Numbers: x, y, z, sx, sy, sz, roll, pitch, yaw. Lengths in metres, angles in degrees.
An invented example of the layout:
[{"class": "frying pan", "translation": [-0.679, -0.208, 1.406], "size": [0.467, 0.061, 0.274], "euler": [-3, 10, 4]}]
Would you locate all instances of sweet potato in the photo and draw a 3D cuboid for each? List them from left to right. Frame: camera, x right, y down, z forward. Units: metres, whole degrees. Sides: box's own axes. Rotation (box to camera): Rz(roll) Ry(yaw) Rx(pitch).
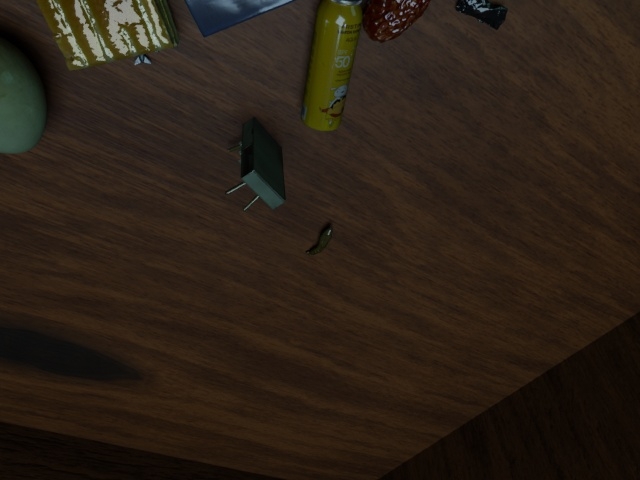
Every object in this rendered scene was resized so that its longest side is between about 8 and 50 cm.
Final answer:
[{"class": "sweet potato", "translation": [0.005, 0.004, 1.680], "size": [0.041, 0.038, 0.153], "euler": [35, 132, -5]}]

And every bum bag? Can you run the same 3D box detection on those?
[{"class": "bum bag", "translation": [0.373, -0.530, 1.226], "size": [0.124, 0.034, 0.058], "euler": [16, 138, -20]}]

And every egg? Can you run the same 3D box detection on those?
[{"class": "egg", "translation": [-0.723, -0.312, 1.176], "size": [0.218, 0.218, 0.295], "euler": [-5, 142, -2]}]

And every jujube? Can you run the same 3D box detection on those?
[{"class": "jujube", "translation": [0.166, -0.518, 1.172], "size": [0.112, 0.109, 0.176], "euler": [48, 129, 2]}]

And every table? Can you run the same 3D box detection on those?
[{"class": "table", "translation": [-0.171, -0.181, 1.346], "size": [0.111, 0.240, 0.121], "euler": [-29, 129, 19]}]

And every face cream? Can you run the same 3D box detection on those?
[{"class": "face cream", "translation": [0.028, -0.429, 1.233], "size": [0.105, 0.105, 0.348], "euler": [4, 132, -10]}]

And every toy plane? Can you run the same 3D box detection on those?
[{"class": "toy plane", "translation": [-0.412, -0.442, 1.219], "size": [0.079, 0.031, 0.083], "euler": [-11, 137, -18]}]

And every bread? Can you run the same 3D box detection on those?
[{"class": "bread", "translation": [-0.448, -0.494, 1.093], "size": [0.239, 0.111, 0.246], "euler": [-13, 122, 2]}]

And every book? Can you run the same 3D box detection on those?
[{"class": "book", "translation": [-0.173, -0.568, 1.134], "size": [0.269, 0.025, 0.191], "euler": [-18, 133, 10]}]
